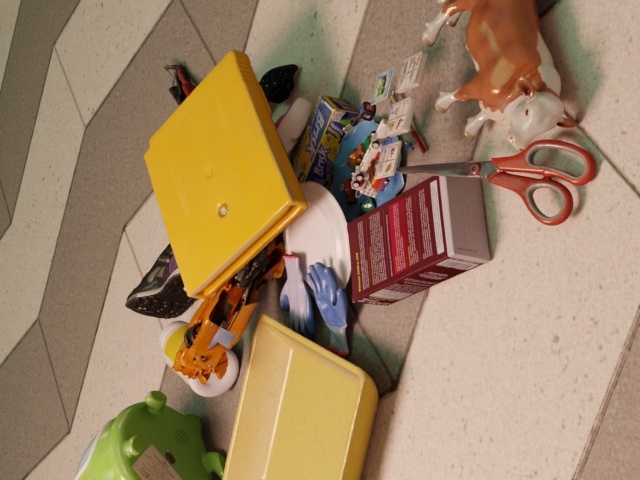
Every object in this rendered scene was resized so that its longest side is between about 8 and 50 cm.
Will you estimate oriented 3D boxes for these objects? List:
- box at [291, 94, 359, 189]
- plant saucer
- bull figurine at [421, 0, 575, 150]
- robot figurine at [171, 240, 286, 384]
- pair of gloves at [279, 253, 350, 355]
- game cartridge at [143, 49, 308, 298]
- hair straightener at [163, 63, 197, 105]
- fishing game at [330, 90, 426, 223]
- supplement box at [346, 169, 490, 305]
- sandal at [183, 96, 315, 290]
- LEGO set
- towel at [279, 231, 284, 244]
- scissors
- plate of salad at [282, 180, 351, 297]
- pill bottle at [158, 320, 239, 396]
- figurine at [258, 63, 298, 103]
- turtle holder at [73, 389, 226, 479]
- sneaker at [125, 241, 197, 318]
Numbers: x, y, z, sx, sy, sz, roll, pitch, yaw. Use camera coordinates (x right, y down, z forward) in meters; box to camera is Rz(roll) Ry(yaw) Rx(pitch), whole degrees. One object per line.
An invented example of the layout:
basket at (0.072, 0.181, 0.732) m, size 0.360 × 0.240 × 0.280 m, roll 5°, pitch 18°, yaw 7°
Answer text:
box at (0.002, -0.156, 1.915) m, size 0.059 × 0.054 × 0.169 m, roll 51°, pitch 124°, yaw 48°
plant saucer at (-0.024, 0.320, 1.832) m, size 0.333 × 0.081 × 0.332 m, roll 23°, pitch 103°, yaw 56°
bull figurine at (0.238, -0.244, 1.530) m, size 0.188 × 0.101 × 0.310 m, roll -25°, pitch 61°, yaw 45°
robot figurine at (-0.151, 0.104, 1.973) m, size 0.291 × 0.085 × 0.211 m, roll -61°, pitch 13°, yaw -20°
pair of gloves at (-0.014, 0.103, 1.864) m, size 0.198 × 0.023 × 0.159 m, roll 13°, pitch 117°, yaw 55°
game cartridge at (-0.169, -0.110, 1.910) m, size 0.285 × 0.053 × 0.323 m, roll -41°, pitch 55°, yaw 33°
hair straightener at (-0.297, -0.301, 2.401) m, size 0.089 × 0.047 × 0.230 m, roll -64°, pitch 37°, yaw 25°
fishing game at (0.066, -0.106, 1.821) m, size 0.264 × 0.041 × 0.189 m, roll -54°, pitch 46°, yaw 37°
supplement box at (0.137, 0.002, 1.662) m, size 0.239 × 0.073 × 0.130 m, roll -28°, pitch 59°, yaw 50°
sandal at (-0.147, -0.092, 2.023) m, size 0.416 × 0.102 × 0.169 m, roll -56°, pitch 0°, yaw 18°
LEGO set at (0.103, -0.164, 1.675) m, size 0.244 × 0.060 × 0.182 m, roll 171°, pitch 114°, yaw -73°
towel at (-0.047, -0.043, 1.993) m, size 0.113 × 0.023 × 0.152 m, roll -58°, pitch 40°, yaw 31°
scissors at (0.228, -0.103, 1.522) m, size 0.297 × 0.021 × 0.109 m, roll 22°, pitch 98°, yaw 40°
plate of salad at (0.000, 0.000, 1.870) m, size 0.200 × 0.048 × 0.199 m, roll 23°, pitch 119°, yaw 51°
pill bottle at (-0.237, 0.217, 2.152) m, size 0.184 × 0.103 × 0.103 m, roll 30°, pitch 109°, yaw 54°
figurine at (-0.150, -0.224, 2.056) m, size 0.209 × 0.092 × 0.215 m, roll -26°, pitch 21°, yaw 46°
turtle holder at (-0.330, 0.413, 2.090) m, size 0.227 × 0.243 × 0.320 m, roll -38°, pitch 34°, yaw 23°
sneaker at (-0.293, 0.068, 2.297) m, size 0.283 × 0.107 × 0.124 m, roll -28°, pitch 46°, yaw 47°
